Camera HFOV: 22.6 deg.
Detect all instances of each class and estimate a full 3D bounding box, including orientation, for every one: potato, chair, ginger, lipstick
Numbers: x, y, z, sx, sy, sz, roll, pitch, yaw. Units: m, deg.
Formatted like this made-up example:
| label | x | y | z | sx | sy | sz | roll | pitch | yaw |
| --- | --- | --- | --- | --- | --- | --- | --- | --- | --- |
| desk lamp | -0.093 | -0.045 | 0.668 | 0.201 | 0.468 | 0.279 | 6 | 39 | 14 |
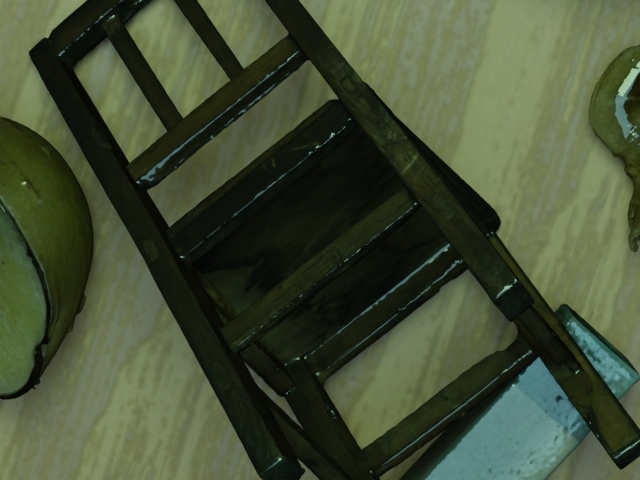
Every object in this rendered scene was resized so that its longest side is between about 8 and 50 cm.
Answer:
| label | x | y | z | sx | sy | sz | roll | pitch | yaw |
| --- | --- | --- | --- | --- | --- | --- | --- | --- | --- |
| potato | -0.215 | -0.008 | 1.093 | 0.182 | 0.117 | 0.202 | -26 | 98 | 46 |
| chair | 0.000 | 0.000 | 1.065 | 0.203 | 0.416 | 0.240 | -39 | 139 | 7 |
| ginger | 0.279 | -0.094 | 1.095 | 0.214 | 0.059 | 0.133 | -29 | 87 | 4 |
| lipstick | 0.091 | 0.185 | 1.130 | 0.068 | 0.066 | 0.317 | 42 | 97 | -4 |
